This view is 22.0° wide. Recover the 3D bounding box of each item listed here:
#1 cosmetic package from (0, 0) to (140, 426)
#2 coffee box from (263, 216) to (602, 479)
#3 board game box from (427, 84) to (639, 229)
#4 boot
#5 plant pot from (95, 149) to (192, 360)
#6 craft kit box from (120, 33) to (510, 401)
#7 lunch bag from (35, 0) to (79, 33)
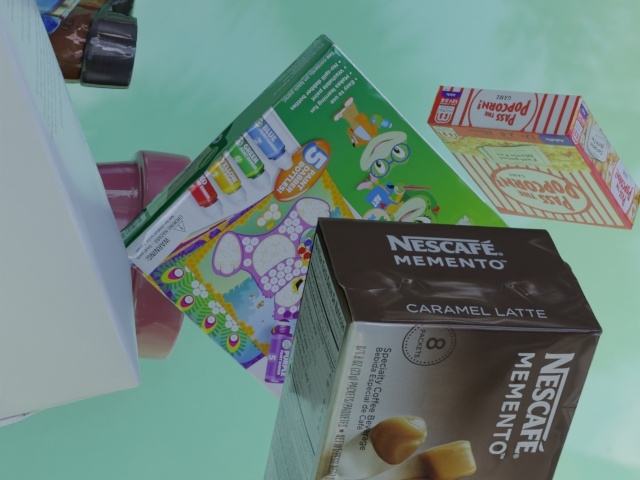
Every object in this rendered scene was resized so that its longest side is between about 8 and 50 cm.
[{"bbox_3d":[-0.272,-0.053,1.107,0.156,0.217,0.385,-103,180,-49],"label":"cosmetic package"},{"bbox_3d":[0.052,0.116,0.941,0.141,0.246,0.098,3,34,-15],"label":"coffee box"},{"bbox_3d":[0.208,-0.079,1.580,0.193,0.147,0.045,44,61,-51],"label":"board game box"},{"bbox_3d":[-0.328,-0.226,1.643,0.264,0.280,0.096,-100,-158,-59],"label":"boot"},{"bbox_3d":[-0.224,0.006,1.576,0.180,0.201,0.201,8,62,-15],"label":"plant pot"},{"bbox_3d":[0.000,0.000,1.394,0.246,0.250,0.061,44,3,-23],"label":"craft kit box"},{"bbox_3d":[-0.245,-0.336,1.206,0.293,0.221,0.138,50,18,17],"label":"lunch bag"}]
